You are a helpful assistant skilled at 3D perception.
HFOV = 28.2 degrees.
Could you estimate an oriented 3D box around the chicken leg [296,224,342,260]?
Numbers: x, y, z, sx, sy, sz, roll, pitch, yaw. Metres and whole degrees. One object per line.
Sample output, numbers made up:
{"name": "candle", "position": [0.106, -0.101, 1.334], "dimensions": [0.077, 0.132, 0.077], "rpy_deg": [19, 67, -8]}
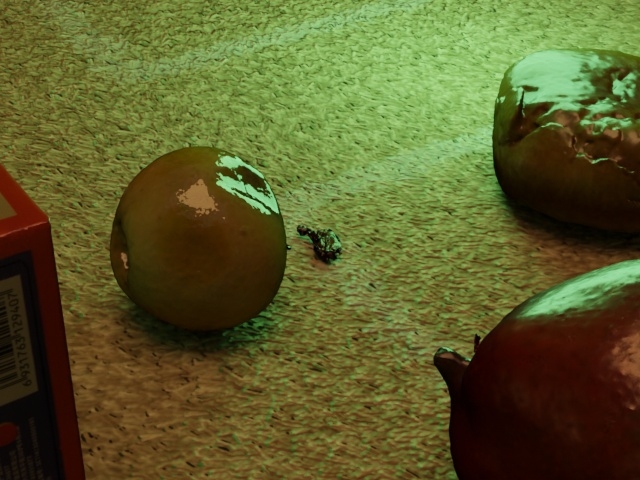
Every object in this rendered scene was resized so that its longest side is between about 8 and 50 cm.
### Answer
{"name": "chicken leg", "position": [0.002, 0.000, 1.571], "dimensions": [0.036, 0.021, 0.083], "rpy_deg": [-24, 39, -17]}

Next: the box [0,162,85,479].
{"name": "box", "position": [-0.398, 0.089, 1.144], "dimensions": [0.257, 0.348, 0.318], "rpy_deg": [-21, 40, -28]}

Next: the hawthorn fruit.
{"name": "hawthorn fruit", "position": [0.265, 0.166, 1.110], "dimensions": [0.311, 0.295, 0.295], "rpy_deg": [-24, 23, 29]}

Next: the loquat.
{"name": "loquat", "position": [-0.129, -0.003, 1.420], "dimensions": [0.213, 0.213, 0.213], "rpy_deg": [0, 34, 0]}

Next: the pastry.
{"name": "pastry", "position": [0.380, -0.138, 1.658], "dimensions": [0.356, 0.163, 0.356], "rpy_deg": [-1, 31, 0]}
